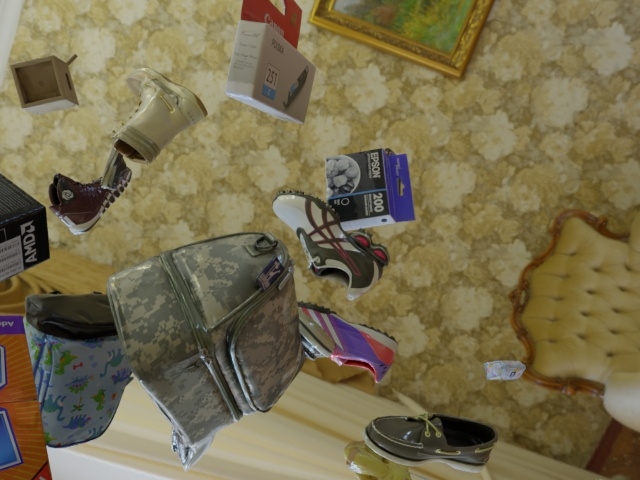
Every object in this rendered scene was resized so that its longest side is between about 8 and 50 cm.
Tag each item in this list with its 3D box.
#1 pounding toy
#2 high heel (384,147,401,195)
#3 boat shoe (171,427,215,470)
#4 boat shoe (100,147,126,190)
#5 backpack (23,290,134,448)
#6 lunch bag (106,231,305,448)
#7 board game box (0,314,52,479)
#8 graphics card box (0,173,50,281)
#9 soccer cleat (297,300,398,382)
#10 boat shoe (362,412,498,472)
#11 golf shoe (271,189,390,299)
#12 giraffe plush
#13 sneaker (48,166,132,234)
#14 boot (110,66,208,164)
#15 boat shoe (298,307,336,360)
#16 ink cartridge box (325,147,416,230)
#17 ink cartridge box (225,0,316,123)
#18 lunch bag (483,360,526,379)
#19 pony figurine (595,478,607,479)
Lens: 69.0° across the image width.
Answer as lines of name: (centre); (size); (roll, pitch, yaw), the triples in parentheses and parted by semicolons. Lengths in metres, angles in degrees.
pounding toy: (-0.682, -0.404, 1.178); (0.100, 0.130, 0.141); (-138, 35, -85)
high heel: (0.102, -0.144, 1.267); (0.093, 0.262, 0.186); (5, -97, -56)
boat shoe: (-0.344, 0.521, 1.240); (0.114, 0.091, 0.302); (-43, -17, -45)
boat shoe: (-0.569, -0.211, 1.305); (0.152, 0.049, 0.056); (-61, 37, 14)
backpack: (-0.627, 0.336, 1.178); (0.355, 0.273, 0.290); (-58, -29, 9)
lunch bag: (-0.153, 0.143, 0.736); (0.256, 0.212, 0.304); (-26, -41, -19)
board game box: (-0.664, 0.355, 0.675); (0.357, 0.356, 0.356); (11, -54, -48)
graphics card box: (-0.505, 0.010, 0.445); (0.371, 0.233, 0.094); (-42, -22, -49)
soccer cleat: (0.032, 0.249, 1.182); (0.108, 0.319, 0.116); (83, -150, -64)
boat shoe: (0.235, 0.410, 0.982); (0.109, 0.305, 0.091); (-111, 41, -62)
golf shoe: (0.000, 0.000, 0.914); (0.120, 0.273, 0.105); (-50, -16, -23)
giraffe plush: (0.130, 0.583, 1.063); (0.181, 0.211, 0.170); (33, -102, -58)
sneaker: (-0.691, -0.165, 1.382); (0.107, 0.162, 0.281); (-14, 41, 35)
boot: (-0.419, -0.293, 1.095); (0.203, 0.262, 0.095); (-50, -26, -18)
boat shoe: (-0.162, 0.203, 1.076); (0.186, 0.501, 0.155); (51, -118, -34)
ink cartridge box: (0.117, -0.129, 1.140); (0.045, 0.209, 0.206); (65, -160, -59)
ink cartridge box: (-0.082, -0.399, 0.973); (0.296, 0.066, 0.260); (-17, -60, -72)
lunch bag: (0.494, 0.347, 1.247); (0.083, 0.071, 0.053); (133, 137, -57)
pony figurine: (0.486, 0.368, 0.461); (0.364, 0.351, 0.302); (-38, 44, 22)
